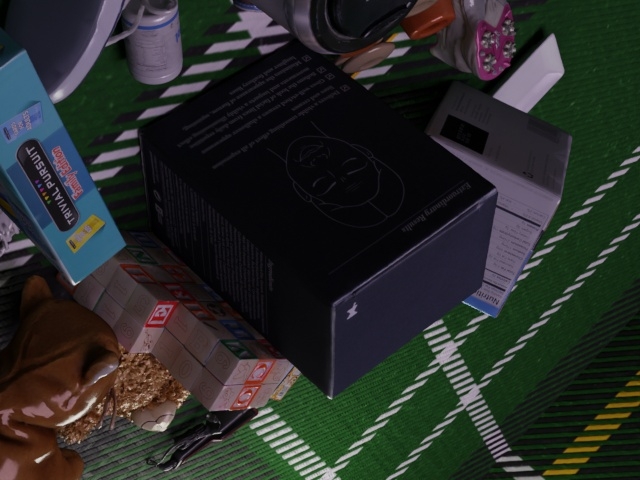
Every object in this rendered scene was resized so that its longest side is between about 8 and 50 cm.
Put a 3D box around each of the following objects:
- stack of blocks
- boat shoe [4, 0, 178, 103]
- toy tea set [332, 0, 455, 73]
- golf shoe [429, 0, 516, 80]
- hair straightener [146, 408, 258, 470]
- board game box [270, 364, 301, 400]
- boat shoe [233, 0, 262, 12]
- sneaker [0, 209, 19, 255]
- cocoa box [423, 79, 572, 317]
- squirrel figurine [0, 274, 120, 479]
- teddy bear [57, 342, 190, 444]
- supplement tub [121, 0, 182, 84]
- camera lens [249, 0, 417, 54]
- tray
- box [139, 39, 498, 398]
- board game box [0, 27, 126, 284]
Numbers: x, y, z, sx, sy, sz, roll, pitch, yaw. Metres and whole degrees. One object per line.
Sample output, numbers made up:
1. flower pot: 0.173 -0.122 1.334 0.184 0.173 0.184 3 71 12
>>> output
1. stack of blocks: -0.199 0.105 1.848 0.171 0.297 0.087 4 122 -57
2. boat shoe: -0.223 -0.315 1.506 0.156 0.136 0.367 2 113 -59
3. toy tea set: 0.073 -0.341 1.868 0.200 0.124 0.336 -26 173 8
4. golf shoe: 0.212 -0.394 2.027 0.115 0.140 0.306 -21 118 -40
5. hair straightener: -0.207 0.327 2.379 0.230 0.047 0.089 -29 145 -25
6. board game box: -0.084 0.203 2.386 0.147 0.045 0.193 -52 151 6
7. boat shoe: -0.047 -0.358 1.758 0.183 0.066 0.066 -40 147 -36
8. sneaker: -0.393 -0.028 1.611 0.292 0.118 0.110 -28 143 -36
9. cocoa box: 0.246 -0.075 2.183 0.347 0.231 0.228 -59 174 -66
10. squirrel figurine: -0.425 0.221 1.687 0.370 0.281 0.397 -46 147 3
11. teddy bear: -0.299 0.207 2.028 0.245 0.113 0.338 -37 149 -17
12. supplement tub: -0.205 -0.251 1.650 0.071 0.071 0.107 -34 149 -25
13. camera lens: -0.016 -0.362 1.566 0.219 0.274 0.219 -34 148 -25
14. tray: 0.330 -0.248 2.437 0.270 0.030 0.145 -46 152 -5
15. box: -0.007 -0.039 1.840 0.293 0.395 0.212 -33 147 -26
16. board game box: -0.348 -0.132 1.403 0.079 0.254 0.336 -40 150 -15
